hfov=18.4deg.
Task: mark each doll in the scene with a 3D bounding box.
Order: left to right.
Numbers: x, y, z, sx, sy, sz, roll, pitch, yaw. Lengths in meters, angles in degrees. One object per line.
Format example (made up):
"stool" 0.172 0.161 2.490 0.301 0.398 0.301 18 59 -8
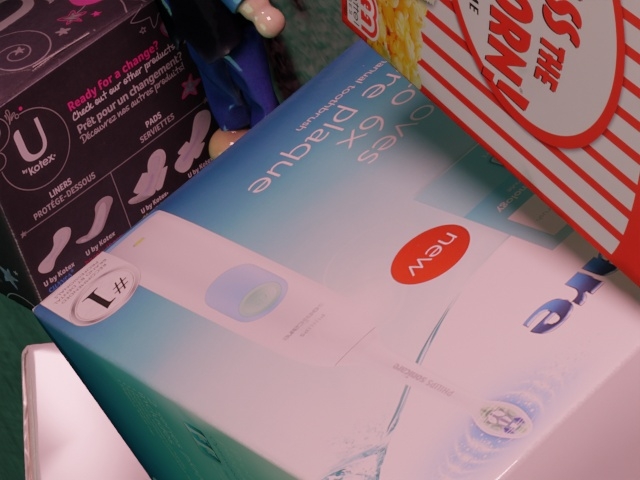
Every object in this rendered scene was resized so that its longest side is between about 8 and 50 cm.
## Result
"doll" -0.060 -0.121 1.029 0.129 0.046 0.189 28 148 51

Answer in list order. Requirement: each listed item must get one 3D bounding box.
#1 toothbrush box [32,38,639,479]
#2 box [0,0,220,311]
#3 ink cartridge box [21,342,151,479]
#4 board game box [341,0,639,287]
"toothbrush box" 0.058 0.038 0.745 0.295 0.216 0.126 25 151 56
"box" -0.200 -0.090 1.195 0.247 0.163 0.142 25 144 41
"ink cartridge box" -0.067 0.172 1.133 0.270 0.198 0.197 119 146 -74
"board game box" 0.069 -0.096 0.619 0.193 0.045 0.147 47 149 46
